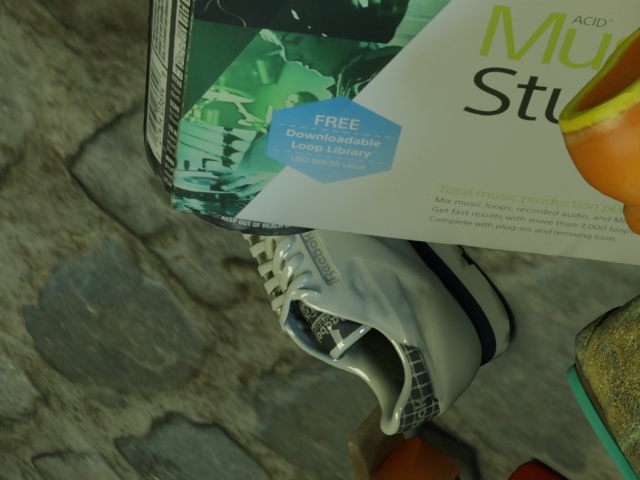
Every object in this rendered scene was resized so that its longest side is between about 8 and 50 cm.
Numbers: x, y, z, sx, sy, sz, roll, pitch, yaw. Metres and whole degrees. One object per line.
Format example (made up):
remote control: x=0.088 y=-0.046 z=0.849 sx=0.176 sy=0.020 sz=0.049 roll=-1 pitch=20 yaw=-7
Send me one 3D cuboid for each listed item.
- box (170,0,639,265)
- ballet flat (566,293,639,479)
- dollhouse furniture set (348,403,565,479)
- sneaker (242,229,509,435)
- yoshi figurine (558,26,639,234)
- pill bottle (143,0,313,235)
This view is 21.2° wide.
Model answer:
box: x=0.067 y=-0.111 z=0.664 sx=0.232 sy=0.058 sz=0.322 roll=6 pitch=143 yaw=-4
ballet flat: x=0.207 y=0.141 z=0.704 sx=0.348 sy=0.123 sz=0.123 roll=-109 pitch=11 yaw=-45
dollhouse furniture set: x=0.074 y=0.236 z=0.963 sx=0.262 sy=0.259 sz=0.135 roll=30 pitch=154 yaw=27
sneaker: x=0.000 y=0.000 z=0.961 sx=0.235 sy=0.095 sz=0.090 roll=46 pitch=151 yaw=9
yoshi figurine: x=0.265 y=0.042 z=0.599 sx=0.203 sy=0.203 sz=0.362 roll=-36 pitch=94 yaw=14
pill bottle: x=-0.016 y=-0.122 z=0.812 sx=0.130 sy=0.130 sz=0.245 roll=38 pitch=147 yaw=19
